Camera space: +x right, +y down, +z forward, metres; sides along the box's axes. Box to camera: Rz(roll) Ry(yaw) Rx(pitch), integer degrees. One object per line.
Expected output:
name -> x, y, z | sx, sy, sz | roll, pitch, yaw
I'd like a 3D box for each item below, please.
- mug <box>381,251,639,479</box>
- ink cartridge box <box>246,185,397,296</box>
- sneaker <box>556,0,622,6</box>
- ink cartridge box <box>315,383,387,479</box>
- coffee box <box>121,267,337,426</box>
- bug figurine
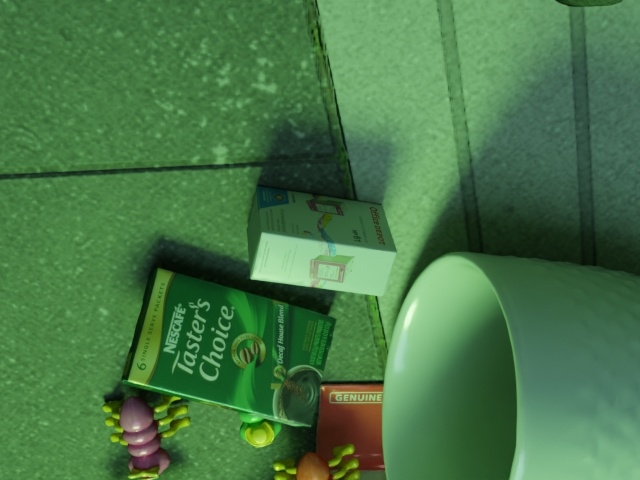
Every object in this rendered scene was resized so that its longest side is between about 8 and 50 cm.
mug -> 0.245, 0.196, 0.959 | 0.328, 0.276, 0.374 | 6, 132, -18
ink cartridge box -> 0.000, 0.000, 0.902 | 0.122, 0.088, 0.052 | 9, 120, -12
sneaker -> 0.132, -0.247, 0.694 | 0.483, 0.185, 0.202 | -9, 120, 2
ink cartridge box -> 0.136, 0.275, 1.115 | 0.296, 0.066, 0.261 | 0, 124, -6
coffee box -> -0.085, 0.103, 0.955 | 0.184, 0.040, 0.113 | 18, 77, -16
bug figurine -> -0.107, 0.235, 1.026 | 0.279, 0.072, 0.216 | -16, 104, 5
